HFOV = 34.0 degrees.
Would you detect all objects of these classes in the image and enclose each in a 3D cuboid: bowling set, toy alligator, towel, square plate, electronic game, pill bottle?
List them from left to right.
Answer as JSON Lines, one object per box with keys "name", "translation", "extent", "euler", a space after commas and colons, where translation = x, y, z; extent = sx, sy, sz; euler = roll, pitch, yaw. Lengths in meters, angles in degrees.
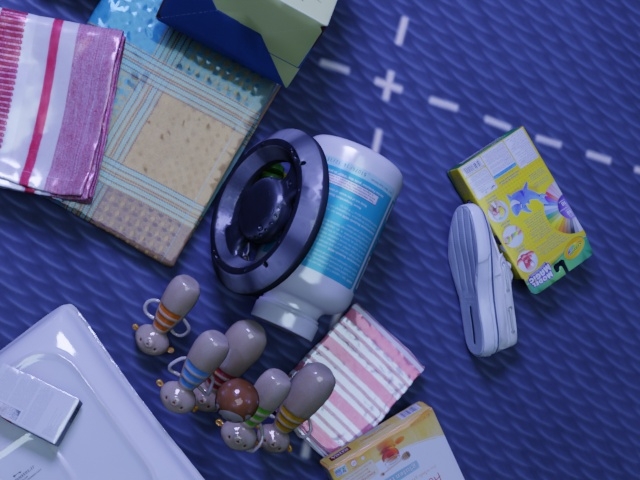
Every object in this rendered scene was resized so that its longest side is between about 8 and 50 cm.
{"name": "towel", "translation": [-0.436, -0.190, 1.356], "extent": [0.328, 0.037, 0.237], "euler": [10, 84, -6]}
{"name": "square plate", "translation": [-0.364, 0.302, 1.310], "extent": [0.347, 0.049, 0.344], "euler": [-36, 77, -15]}
{"name": "towel", "translation": [-0.226, -0.184, 1.434], "extent": [0.271, 0.040, 0.370], "euler": [30, 82, -10]}
{"name": "bowling set", "translation": [-0.135, 0.195, 1.348], "extent": [0.287, 0.200, 0.154], "euler": [35, 111, -2]}
{"name": "toy alligator", "translation": [-0.083, -0.045, 1.456], "extent": [0.056, 0.051, 0.190], "euler": [19, 83, -13]}
{"name": "electronic game", "translation": [-0.070, -0.038, 1.370], "extent": [0.048, 0.229, 0.229], "euler": [23, 81, -38]}
{"name": "pill bottle", "translation": [0.000, 0.000, 1.427], "extent": [0.146, 0.146, 0.264], "euler": [27, 80, -12]}
{"name": "towel", "translation": [0.036, 0.204, 1.489], "extent": [0.144, 0.029, 0.197], "euler": [45, 77, -6]}

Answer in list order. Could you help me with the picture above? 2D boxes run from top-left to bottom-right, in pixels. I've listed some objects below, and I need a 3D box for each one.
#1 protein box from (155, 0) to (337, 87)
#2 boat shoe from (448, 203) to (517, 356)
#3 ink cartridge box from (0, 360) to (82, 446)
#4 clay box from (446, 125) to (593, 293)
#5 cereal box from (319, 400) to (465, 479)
{"name": "protein box", "translation": [-0.080, -0.353, 1.390], "extent": [0.199, 0.136, 0.201], "euler": [27, 52, -12]}
{"name": "boat shoe", "translation": [0.242, 0.054, 1.532], "extent": [0.075, 0.083, 0.226], "euler": [-10, 102, -26]}
{"name": "ink cartridge box", "translation": [-0.363, 0.203, 1.303], "extent": [0.115, 0.029, 0.063], "euler": [25, 71, 6]}
{"name": "clay box", "translation": [0.299, -0.042, 1.556], "extent": [0.127, 0.053, 0.222], "euler": [-32, 97, -14]}
{"name": "cereal box", "translation": [0.125, 0.372, 1.475], "extent": [0.173, 0.047, 0.240], "euler": [-29, 103, -14]}
